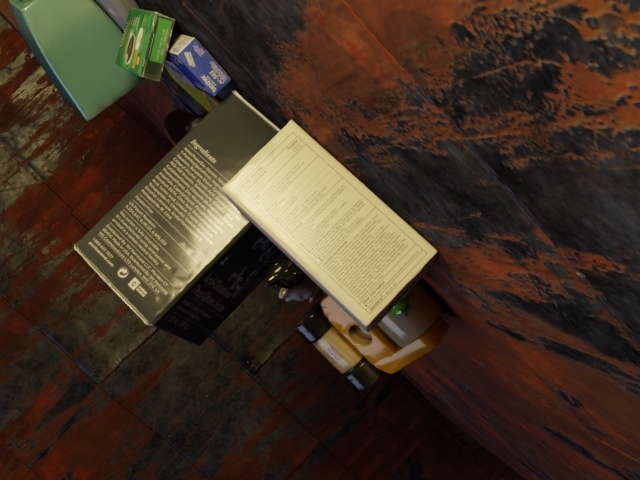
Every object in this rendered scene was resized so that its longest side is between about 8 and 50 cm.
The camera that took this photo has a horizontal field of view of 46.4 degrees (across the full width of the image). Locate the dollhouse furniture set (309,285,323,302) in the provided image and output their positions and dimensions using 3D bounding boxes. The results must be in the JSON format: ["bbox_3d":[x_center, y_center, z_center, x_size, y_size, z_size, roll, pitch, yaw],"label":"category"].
[{"bbox_3d":[-0.014,0.093,1.770,0.182,0.101,0.161,35,176,13],"label":"dollhouse furniture set"}]

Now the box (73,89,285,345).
[{"bbox_3d":[-0.200,-0.026,1.399,0.212,0.395,0.293,42,174,15],"label":"box"}]

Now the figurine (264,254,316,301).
[{"bbox_3d":[-0.011,0.030,1.414,0.092,0.209,0.215,43,174,17],"label":"figurine"}]

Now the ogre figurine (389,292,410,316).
[{"bbox_3d":[0.106,0.052,1.278,0.118,0.197,0.097,24,-159,33],"label":"ogre figurine"}]

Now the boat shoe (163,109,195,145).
[{"bbox_3d":[-0.311,-0.239,2.033,0.285,0.104,0.089,43,171,1],"label":"boat shoe"}]

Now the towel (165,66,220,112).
[{"bbox_3d":[-0.257,-0.318,1.591,0.237,0.021,0.102,43,168,22],"label":"towel"}]

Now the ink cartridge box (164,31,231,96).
[{"bbox_3d":[-0.239,-0.320,1.333,0.097,0.046,0.207,47,173,-32],"label":"ink cartridge box"}]

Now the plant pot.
[{"bbox_3d":[-0.486,-0.394,1.470,0.166,0.165,0.234,38,164,46],"label":"plant pot"}]

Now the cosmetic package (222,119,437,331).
[{"bbox_3d":[0.015,-0.020,1.166,0.309,0.160,0.113,44,174,12],"label":"cosmetic package"}]

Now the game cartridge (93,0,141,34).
[{"bbox_3d":[-0.455,-0.510,1.452,0.294,0.060,0.196,42,177,16],"label":"game cartridge"}]

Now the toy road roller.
[{"bbox_3d":[0.123,0.134,1.535,0.202,0.240,0.329,45,136,-3],"label":"toy road roller"}]

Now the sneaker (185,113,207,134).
[{"bbox_3d":[-0.296,-0.259,1.844,0.106,0.101,0.267,46,174,7],"label":"sneaker"}]

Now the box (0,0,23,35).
[{"bbox_3d":[-0.601,-0.509,1.738,0.143,0.191,0.381,40,172,36],"label":"box"}]

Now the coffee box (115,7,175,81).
[{"bbox_3d":[-0.312,-0.349,1.319,0.040,0.113,0.184,11,-169,-31],"label":"coffee box"}]
